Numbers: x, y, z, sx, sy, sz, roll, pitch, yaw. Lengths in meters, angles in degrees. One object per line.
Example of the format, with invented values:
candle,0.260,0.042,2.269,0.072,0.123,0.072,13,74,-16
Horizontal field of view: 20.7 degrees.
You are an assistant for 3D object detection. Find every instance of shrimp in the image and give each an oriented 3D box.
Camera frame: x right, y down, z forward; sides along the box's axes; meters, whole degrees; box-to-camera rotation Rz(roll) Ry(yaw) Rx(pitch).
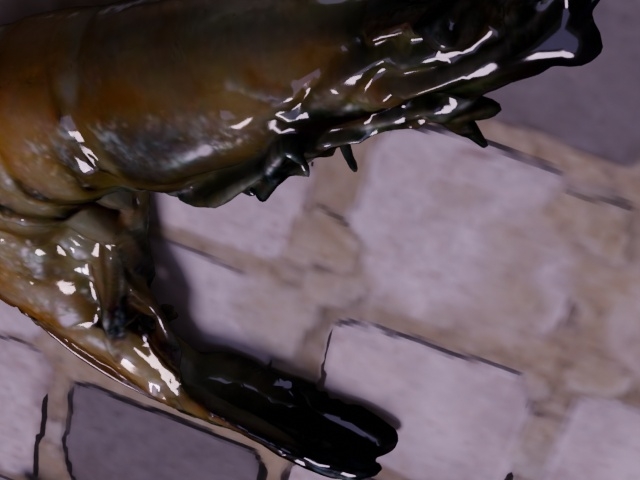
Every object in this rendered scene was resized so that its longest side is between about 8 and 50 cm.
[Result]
shrimp,0.000,0.000,0.509,0.262,0.051,0.198,-12,133,37
